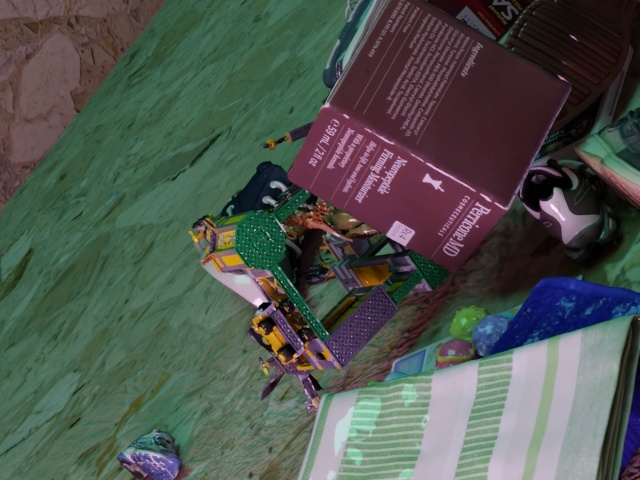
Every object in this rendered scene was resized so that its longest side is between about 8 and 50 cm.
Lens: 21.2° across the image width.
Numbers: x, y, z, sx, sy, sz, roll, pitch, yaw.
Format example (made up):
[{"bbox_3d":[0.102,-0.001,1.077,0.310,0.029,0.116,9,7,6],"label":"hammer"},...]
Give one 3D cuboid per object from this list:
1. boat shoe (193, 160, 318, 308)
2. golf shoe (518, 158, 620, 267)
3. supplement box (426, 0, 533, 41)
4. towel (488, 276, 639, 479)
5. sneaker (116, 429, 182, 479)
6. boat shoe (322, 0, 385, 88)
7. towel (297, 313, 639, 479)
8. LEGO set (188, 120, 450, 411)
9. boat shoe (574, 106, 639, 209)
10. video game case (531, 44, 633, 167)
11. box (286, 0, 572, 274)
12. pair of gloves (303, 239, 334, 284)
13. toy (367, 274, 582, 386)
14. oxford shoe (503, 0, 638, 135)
[{"bbox_3d":[-0.067,-0.011,2.163,0.158,0.127,0.340,-53,19,3],"label":"boat shoe"},{"bbox_3d":[0.238,-0.053,1.707,0.077,0.094,0.198,-43,19,9],"label":"golf shoe"},{"bbox_3d":[0.238,-0.372,2.251,0.239,0.130,0.073,-48,21,-3],"label":"supplement box"},{"bbox_3d":[0.170,0.165,1.433,0.308,0.076,0.228,-53,24,-15],"label":"towel"},{"bbox_3d":[-0.197,0.250,2.044,0.058,0.052,0.135,-50,21,-22],"label":"sneaker"},{"bbox_3d":[0.084,-0.321,2.518,0.079,0.095,0.254,-1,57,48],"label":"boat shoe"},{"bbox_3d":[0.101,0.189,1.389,0.325,0.038,0.248,-19,38,37],"label":"towel"},{"bbox_3d":[0.000,0.000,1.857,0.331,0.255,0.192,-52,21,-25],"label":"LEGO set"},{"bbox_3d":[0.318,-0.070,1.575,0.092,0.103,0.285,-50,14,4],"label":"boat shoe"},{"bbox_3d":[0.257,-0.129,1.916,0.190,0.022,0.173,-26,27,41],"label":"video game case"},{"bbox_3d":[0.104,-0.108,1.693,0.167,0.203,0.168,-60,0,-28],"label":"box"},{"bbox_3d":[0.015,0.020,2.121,0.074,0.010,0.083,-15,39,52],"label":"pair of gloves"},{"bbox_3d":[0.137,0.109,1.651,0.237,0.056,0.137,-31,26,34],"label":"toy"},{"bbox_3d":[0.272,-0.218,1.899,0.348,0.123,0.130,-54,0,-33],"label":"oxford shoe"}]
